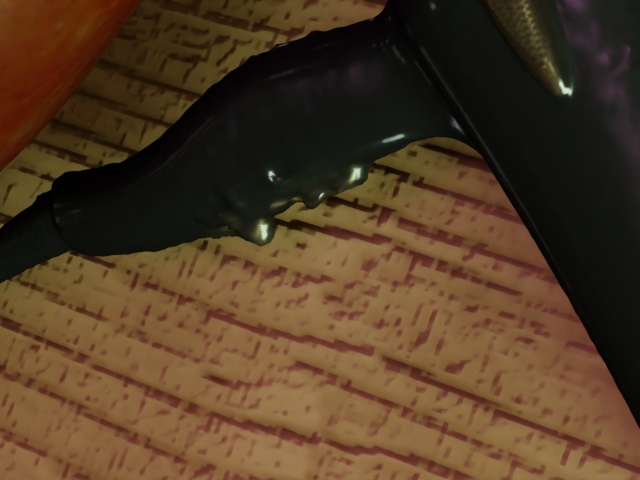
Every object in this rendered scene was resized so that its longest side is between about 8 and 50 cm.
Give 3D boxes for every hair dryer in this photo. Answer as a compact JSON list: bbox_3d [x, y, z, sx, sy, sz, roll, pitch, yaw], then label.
[{"bbox_3d":[0.000,0.000,0.597,0.359,0.120,0.304,-22,83,32],"label":"hair dryer"}]

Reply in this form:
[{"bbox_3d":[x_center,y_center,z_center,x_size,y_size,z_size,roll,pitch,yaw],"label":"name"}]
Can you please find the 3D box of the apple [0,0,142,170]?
[{"bbox_3d":[-0.200,-0.150,0.611,0.365,0.295,0.329,-27,91,18],"label":"apple"}]
